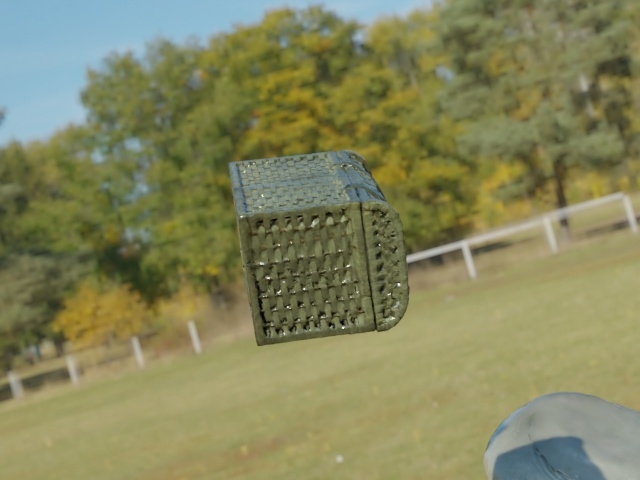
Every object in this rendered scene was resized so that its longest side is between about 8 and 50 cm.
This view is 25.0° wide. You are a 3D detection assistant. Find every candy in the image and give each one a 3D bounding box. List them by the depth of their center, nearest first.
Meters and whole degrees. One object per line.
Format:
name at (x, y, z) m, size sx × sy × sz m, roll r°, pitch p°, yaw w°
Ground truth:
candy at (0.369, 0.348, 2.057) m, size 0.296 × 0.185 × 0.295 m, roll 3°, pitch 34°, yaw -2°

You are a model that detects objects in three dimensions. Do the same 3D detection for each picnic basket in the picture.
picnic basket at (0.000, 0.000, 1.366) m, size 0.154 × 0.134 × 0.196 m, roll -9°, pitch 17°, yaw -3°
